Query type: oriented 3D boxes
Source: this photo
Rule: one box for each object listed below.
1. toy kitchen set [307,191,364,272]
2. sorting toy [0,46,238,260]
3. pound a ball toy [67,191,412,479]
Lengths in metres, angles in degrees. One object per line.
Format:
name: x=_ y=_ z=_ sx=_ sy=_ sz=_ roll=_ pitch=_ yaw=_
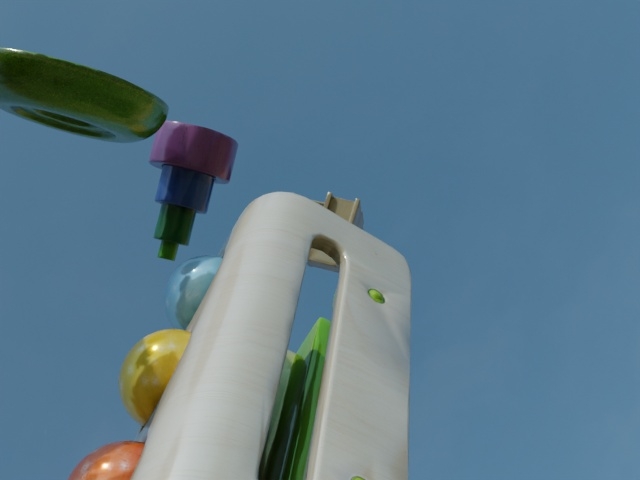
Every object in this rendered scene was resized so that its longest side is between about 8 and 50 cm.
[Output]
toy kitchen set: x=0.000 y=0.000 z=0.791 sx=0.068 sy=0.083 sz=0.075 roll=13 pitch=-111 yaw=12
sorting toy: x=-0.187 y=-0.052 z=0.499 sx=0.365 sy=0.127 sz=0.126 roll=20 pitch=-98 yaw=-57
pound a ball toy: x=-0.063 y=0.133 z=0.415 sx=0.135 sy=0.319 sz=0.208 roll=28 pitch=-60 yaw=-9
